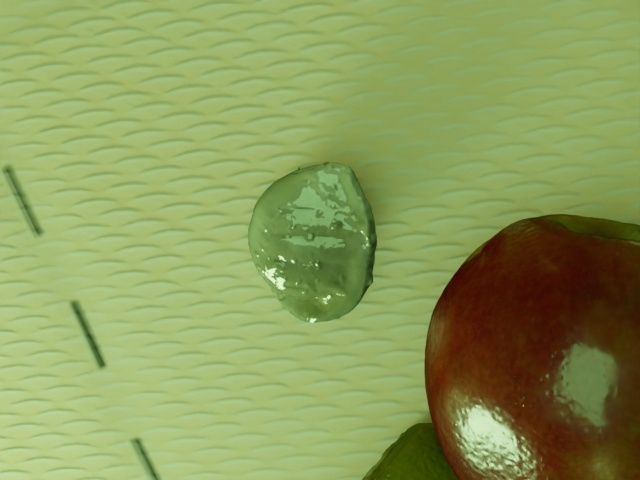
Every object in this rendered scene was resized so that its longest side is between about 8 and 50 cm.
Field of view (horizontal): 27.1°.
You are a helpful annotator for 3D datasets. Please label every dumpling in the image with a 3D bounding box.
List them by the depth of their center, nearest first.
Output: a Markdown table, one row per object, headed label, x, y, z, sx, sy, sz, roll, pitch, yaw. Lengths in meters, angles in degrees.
| label | x | y | z | sx | sy | sz | roll | pitch | yaw |
| --- | --- | --- | --- | --- | --- | --- | --- | --- | --- |
| dumpling | -0.001 | 0.001 | 1.378 | 0.150 | 0.092 | 0.176 | 46 | 106 | 4 |

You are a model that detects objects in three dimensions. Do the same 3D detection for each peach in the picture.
| label | x | y | z | sx | sy | sz | roll | pitch | yaw |
| --- | --- | --- | --- | --- | --- | --- | --- | --- | --- |
| peach | 0.251 | 0.142 | 1.260 | 0.308 | 0.308 | 0.332 | 3 | 107 | 11 |

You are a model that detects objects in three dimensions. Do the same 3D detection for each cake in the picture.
| label | x | y | z | sx | sy | sz | roll | pitch | yaw |
| --- | --- | --- | --- | --- | --- | --- | --- | --- | --- |
| cake | 0.074 | 0.318 | 1.376 | 0.156 | 0.179 | 0.260 | 35 | 106 | 3 |
